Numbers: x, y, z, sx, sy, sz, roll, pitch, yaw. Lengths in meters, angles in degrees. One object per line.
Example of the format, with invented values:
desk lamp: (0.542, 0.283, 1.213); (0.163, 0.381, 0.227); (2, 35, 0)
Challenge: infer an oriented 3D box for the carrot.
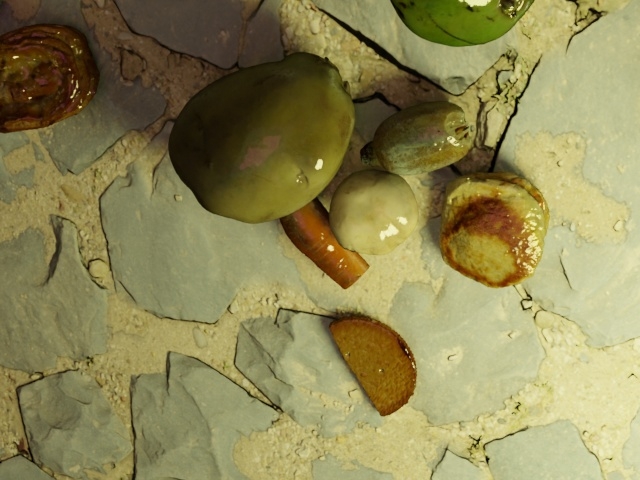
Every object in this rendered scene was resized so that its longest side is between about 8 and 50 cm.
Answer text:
carrot: (0.000, 0.000, 1.876); (0.087, 0.087, 0.193); (-31, 101, 26)

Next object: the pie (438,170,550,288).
pie: (0.280, -0.018, 1.775); (0.178, 0.084, 0.205); (13, 117, 13)

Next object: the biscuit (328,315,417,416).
biscuit: (0.108, 0.216, 1.955); (0.126, 0.025, 0.206); (-25, 102, 25)

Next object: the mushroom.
mushroom: (0.090, -0.044, 1.815); (0.154, 0.122, 0.154); (-6, 70, 16)

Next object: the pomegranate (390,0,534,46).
pomegranate: (0.195, -0.414, 1.573); (0.270, 0.254, 0.254); (47, 119, 21)

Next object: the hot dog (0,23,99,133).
hot dog: (-0.528, -0.282, 1.921); (0.259, 0.114, 0.175); (-13, 106, 22)

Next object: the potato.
potato: (-0.094, -0.159, 1.761); (0.326, 0.221, 0.243); (-18, 60, 23)

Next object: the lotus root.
lotus root: (0.152, -0.160, 1.762); (0.192, 0.088, 0.113); (-15, 111, 23)
